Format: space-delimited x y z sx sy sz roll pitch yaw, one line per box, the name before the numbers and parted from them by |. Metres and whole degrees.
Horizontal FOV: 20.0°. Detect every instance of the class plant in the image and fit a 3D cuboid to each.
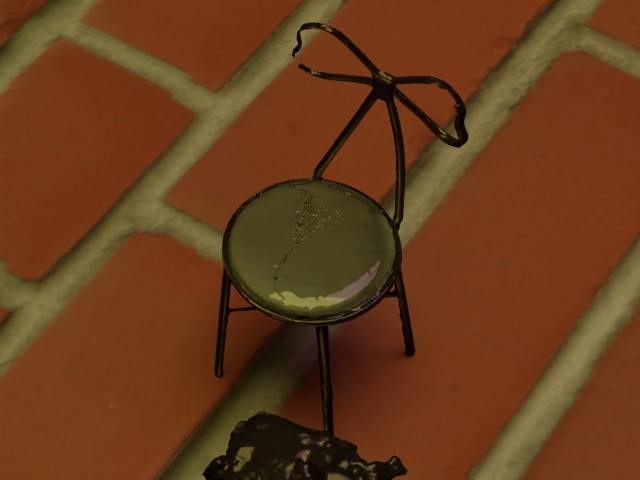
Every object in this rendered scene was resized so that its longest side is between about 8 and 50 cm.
plant | 0.005 0.229 1.432 0.203 0.131 0.142 27 53 16

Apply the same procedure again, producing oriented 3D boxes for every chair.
chair | 0.000 0.000 1.484 0.160 0.325 0.170 31 57 20
